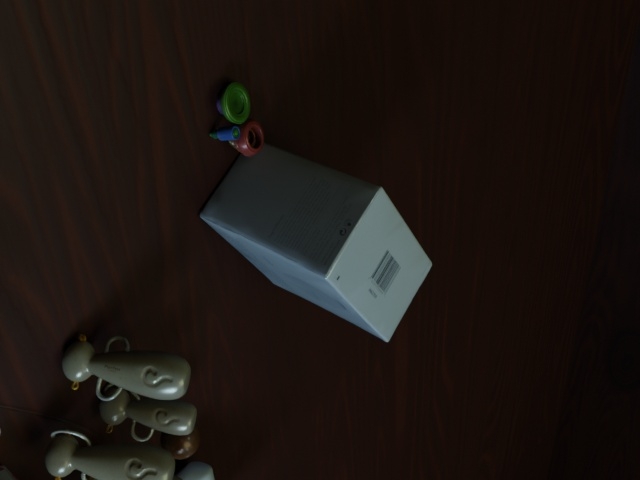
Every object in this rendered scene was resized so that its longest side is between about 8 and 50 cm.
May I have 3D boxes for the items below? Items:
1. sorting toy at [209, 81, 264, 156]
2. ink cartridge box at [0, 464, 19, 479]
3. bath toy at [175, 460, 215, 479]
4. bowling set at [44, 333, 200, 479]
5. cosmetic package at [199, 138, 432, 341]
[{"bbox_3d":[-0.112,-0.148,0.951,0.061,0.042,0.102,-57,136,-38],"label":"sorting toy"},{"bbox_3d":[-0.402,0.397,0.862,0.158,0.092,0.218,-25,132,-43],"label":"ink cartridge box"},{"bbox_3d":[-0.229,0.438,1.005,0.151,0.129,0.348,-46,176,27],"label":"bath toy"},{"bbox_3d":[-0.246,0.271,0.949,0.200,0.154,0.287,80,19,-78],"label":"bowling set"},{"bbox_3d":[0.000,0.000,1.022,0.138,0.224,0.224,-59,146,-12],"label":"cosmetic package"}]
